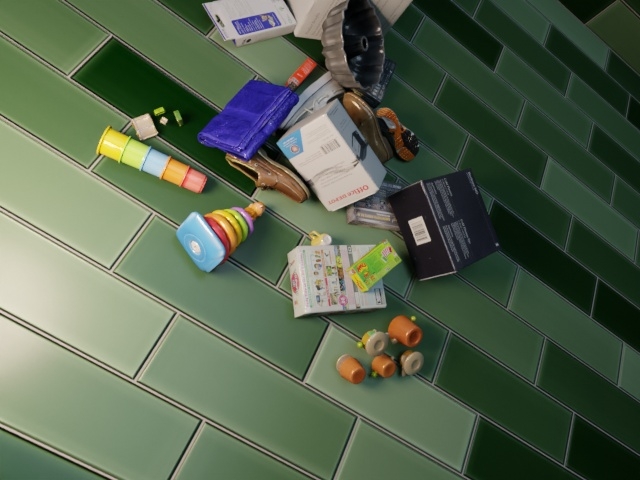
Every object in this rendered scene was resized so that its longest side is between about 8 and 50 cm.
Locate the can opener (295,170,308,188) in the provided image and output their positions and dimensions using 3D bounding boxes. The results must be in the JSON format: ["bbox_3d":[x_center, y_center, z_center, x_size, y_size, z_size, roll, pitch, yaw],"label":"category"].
[{"bbox_3d":[-0.064,-0.258,1.650,0.059,0.073,0.185,8,61,-14],"label":"can opener"}]

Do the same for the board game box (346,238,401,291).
[{"bbox_3d":[0.181,0.083,1.556,0.181,0.043,0.092,-37,91,-31],"label":"board game box"}]

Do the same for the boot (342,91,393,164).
[{"bbox_3d":[0.158,-0.419,1.769,0.115,0.112,0.305,-34,100,-19],"label":"boot"}]

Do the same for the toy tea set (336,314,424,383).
[{"bbox_3d":[0.200,0.365,1.565,0.336,0.124,0.199,-3,105,-29],"label":"toy tea set"}]

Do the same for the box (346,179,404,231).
[{"bbox_3d":[0.209,-0.139,1.739,0.231,0.056,0.182,7,72,-24],"label":"box"}]

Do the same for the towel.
[{"bbox_3d":[-0.240,-0.413,1.530,0.228,0.076,0.308,25,65,24],"label":"towel"}]

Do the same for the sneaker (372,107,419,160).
[{"bbox_3d":[0.298,-0.436,1.857,0.099,0.121,0.262,-39,117,8],"label":"sneaker"}]

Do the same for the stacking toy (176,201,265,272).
[{"bbox_3d":[-0.277,-0.045,1.446,0.165,0.175,0.302,54,47,-2],"label":"stacking toy"}]

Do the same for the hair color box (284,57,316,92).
[{"bbox_3d":[-0.078,-0.620,1.749,0.043,0.072,0.141,39,61,-10],"label":"hair color box"}]

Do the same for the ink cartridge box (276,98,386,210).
[{"bbox_3d":[0.042,-0.277,1.557,0.307,0.223,0.129,51,41,-21],"label":"ink cartridge box"}]

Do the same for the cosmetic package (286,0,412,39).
[{"bbox_3d":[0.103,-1.014,1.813,0.394,0.329,0.327,-5,76,-27],"label":"cosmetic package"}]

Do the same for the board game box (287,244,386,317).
[{"bbox_3d":[0.056,0.134,1.558,0.304,0.097,0.223,0,73,-27],"label":"board game box"}]

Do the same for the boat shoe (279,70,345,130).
[{"bbox_3d":[-0.014,-0.481,1.713,0.156,0.136,0.367,46,51,-9],"label":"boat shoe"}]

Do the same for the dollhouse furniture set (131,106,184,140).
[{"bbox_3d":[-0.522,-0.376,1.491,0.152,0.058,0.076,-24,93,-10],"label":"dollhouse furniture set"}]

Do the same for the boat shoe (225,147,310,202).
[{"bbox_3d":[-0.180,-0.212,1.560,0.307,0.110,0.104,37,65,1],"label":"boat shoe"}]

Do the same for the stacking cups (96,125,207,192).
[{"bbox_3d":[-0.507,-0.233,1.414,0.317,0.096,0.095,26,65,-17],"label":"stacking cups"}]

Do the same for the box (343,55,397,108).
[{"bbox_3d":[0.196,-0.684,1.906,0.184,0.059,0.232,28,65,-15],"label":"box"}]

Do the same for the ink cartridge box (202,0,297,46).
[{"bbox_3d":[-0.265,-0.830,1.734,0.333,0.065,0.165,-28,87,-31],"label":"ink cartridge box"}]

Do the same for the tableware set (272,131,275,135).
[{"bbox_3d":[-0.225,-0.433,1.633,0.129,0.039,0.194,-5,68,-3],"label":"tableware set"}]

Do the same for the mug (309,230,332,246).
[{"bbox_3d":[0.002,0.004,1.592,0.078,0.064,0.062,10,71,-22],"label":"mug"}]

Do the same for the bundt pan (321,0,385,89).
[{"bbox_3d":[0.112,-0.719,1.714,0.331,0.124,0.330,-9,101,-56],"label":"bundt pan"}]

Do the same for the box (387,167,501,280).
[{"bbox_3d":[0.466,-0.065,1.730,0.313,0.179,0.342,-17,86,-37],"label":"box"}]
